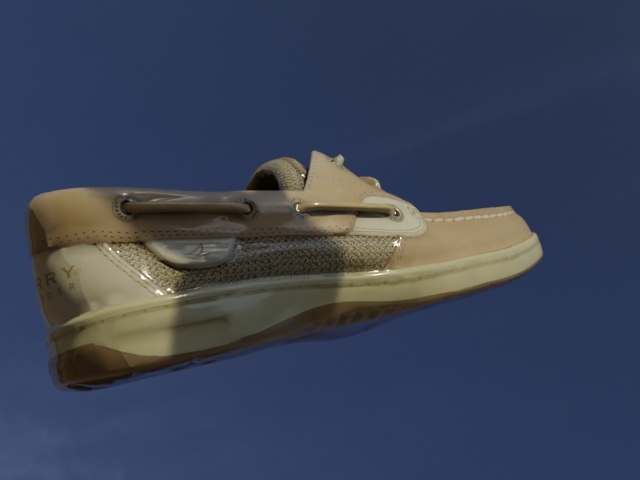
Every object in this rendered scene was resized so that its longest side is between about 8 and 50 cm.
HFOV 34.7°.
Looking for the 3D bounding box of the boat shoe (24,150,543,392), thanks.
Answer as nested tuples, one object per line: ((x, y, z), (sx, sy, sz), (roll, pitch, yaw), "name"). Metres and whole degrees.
((0.000, 0.000, 0.595), (0.122, 0.341, 0.110), (-25, -102, 48), "boat shoe")
